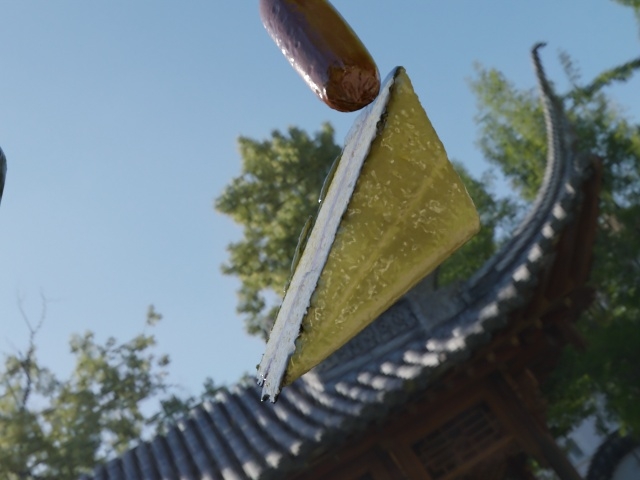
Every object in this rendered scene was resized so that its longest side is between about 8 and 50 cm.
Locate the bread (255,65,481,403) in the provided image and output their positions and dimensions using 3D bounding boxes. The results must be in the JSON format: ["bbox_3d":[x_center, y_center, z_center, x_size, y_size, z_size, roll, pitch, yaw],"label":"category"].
[{"bbox_3d":[0.000,0.000,1.159,0.405,0.242,0.346,-32,-4,-25],"label":"bread"}]

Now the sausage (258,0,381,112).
[{"bbox_3d":[-0.002,-0.203,0.997,0.076,0.197,0.076,-20,-37,-16],"label":"sausage"}]

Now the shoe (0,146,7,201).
[{"bbox_3d":[-0.307,-0.019,0.516,0.237,0.171,0.384,8,-6,-10],"label":"shoe"}]
